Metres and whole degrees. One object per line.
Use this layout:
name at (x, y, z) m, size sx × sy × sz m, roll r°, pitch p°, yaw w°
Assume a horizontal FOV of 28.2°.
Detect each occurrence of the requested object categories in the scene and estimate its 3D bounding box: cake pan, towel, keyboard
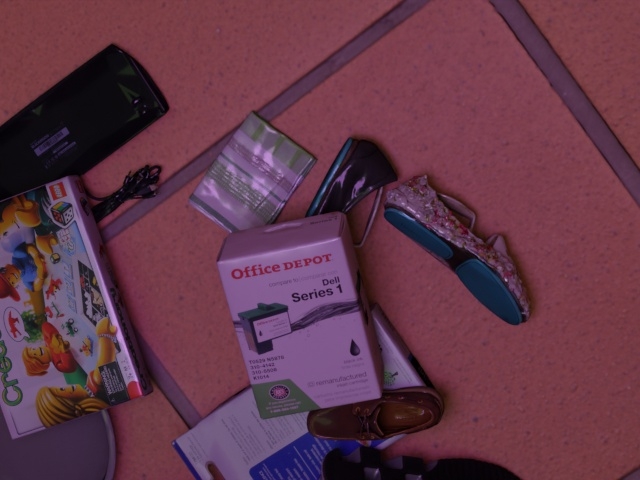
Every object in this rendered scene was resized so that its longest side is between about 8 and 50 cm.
cake pan at (-0.416, 0.276, 1.763) m, size 0.293 × 0.054 × 0.293 m, roll 1°, pitch 98°, yaw 10°
towel at (-0.091, -0.078, 1.670) m, size 0.113 × 0.023 × 0.152 m, roll 36°, pitch 102°, yaw 2°
keyboard at (-0.334, -0.100, 1.706) m, size 0.317 × 0.033 × 0.201 m, roll -34°, pitch 86°, yaw 14°

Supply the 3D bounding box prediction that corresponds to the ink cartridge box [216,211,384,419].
ink cartridge box at (-0.023, 0.092, 1.562) m, size 0.160 × 0.092 × 0.219 m, roll -12°, pitch 109°, yaw 9°

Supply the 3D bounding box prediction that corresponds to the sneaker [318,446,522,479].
sneaker at (0.144, 0.363, 1.656) m, size 0.330 × 0.122 × 0.146 m, roll 14°, pitch 129°, yaw -6°

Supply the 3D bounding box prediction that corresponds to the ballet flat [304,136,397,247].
ballet flat at (0.000, 0.000, 1.633) m, size 0.096 × 0.095 × 0.280 m, roll 35°, pitch 103°, yaw -6°

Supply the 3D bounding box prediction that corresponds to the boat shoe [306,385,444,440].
boat shoe at (0.066, 0.221, 1.605) m, size 0.178 × 0.060 × 0.064 m, roll -9°, pitch 97°, yaw 10°

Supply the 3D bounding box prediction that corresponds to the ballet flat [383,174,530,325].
ballet flat at (0.186, 0.005, 1.606) m, size 0.241 × 0.091 × 0.077 m, roll 41°, pitch 66°, yaw -6°

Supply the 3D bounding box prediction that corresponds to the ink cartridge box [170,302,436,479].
ink cartridge box at (-0.018, 0.239, 1.684) m, size 0.333 × 0.065 × 0.165 m, roll -33°, pitch 92°, yaw 11°

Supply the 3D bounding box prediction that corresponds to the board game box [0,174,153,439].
board game box at (-0.361, 0.088, 1.678) m, size 0.193 × 0.053 × 0.305 m, roll -20°, pitch 90°, yaw 9°
